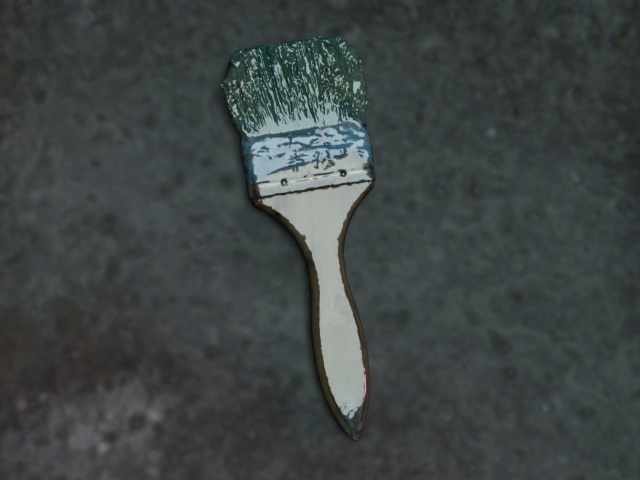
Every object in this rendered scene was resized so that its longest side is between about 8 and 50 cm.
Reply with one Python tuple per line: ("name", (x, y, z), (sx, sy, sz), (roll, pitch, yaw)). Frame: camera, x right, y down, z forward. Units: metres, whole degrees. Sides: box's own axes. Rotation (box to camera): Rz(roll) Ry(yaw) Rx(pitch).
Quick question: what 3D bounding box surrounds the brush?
("brush", (0.000, 0.000, 0.768), (0.070, 0.021, 0.196), (-10, 87, -8))
